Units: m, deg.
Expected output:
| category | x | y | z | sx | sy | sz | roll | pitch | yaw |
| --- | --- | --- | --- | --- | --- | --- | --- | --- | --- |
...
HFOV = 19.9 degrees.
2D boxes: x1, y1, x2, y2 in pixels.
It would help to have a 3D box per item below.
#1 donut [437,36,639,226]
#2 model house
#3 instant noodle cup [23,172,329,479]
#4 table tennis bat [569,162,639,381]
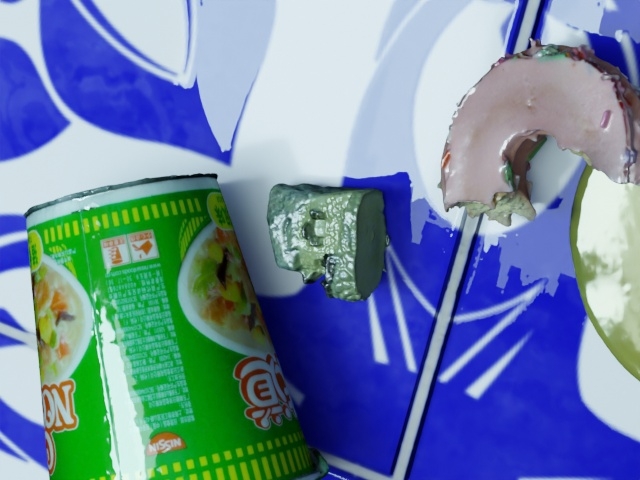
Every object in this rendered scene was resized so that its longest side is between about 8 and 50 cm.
| category | x | y | z | sx | sy | sz | roll | pitch | yaw |
| --- | --- | --- | --- | --- | --- | --- | --- | --- | --- |
| donut | 0.151 | -0.076 | 1.210 | 0.166 | 0.065 | 0.117 | -9 | 80 | 38 |
| model house | 0.000 | 0.000 | 1.297 | 0.083 | 0.066 | 0.078 | 4 | 99 | 23 |
| instant noodle cup | -0.116 | 0.078 | 1.304 | 0.207 | 0.207 | 0.232 | -14 | 85 | 24 |
| table tennis bat | 0.293 | 0.068 | 1.202 | 0.224 | 0.054 | 0.368 | -15 | 90 | 25 |
